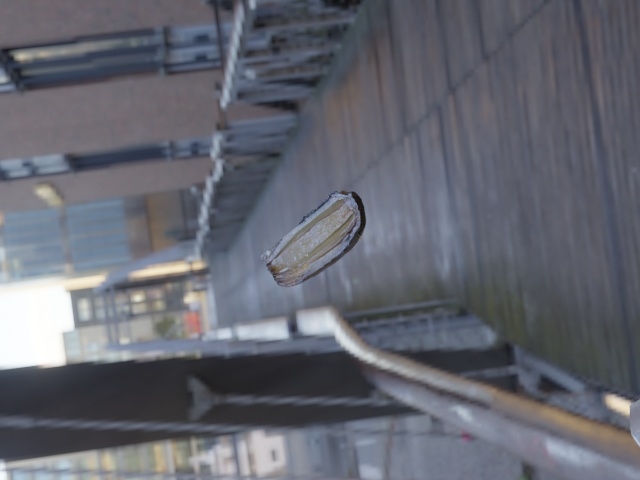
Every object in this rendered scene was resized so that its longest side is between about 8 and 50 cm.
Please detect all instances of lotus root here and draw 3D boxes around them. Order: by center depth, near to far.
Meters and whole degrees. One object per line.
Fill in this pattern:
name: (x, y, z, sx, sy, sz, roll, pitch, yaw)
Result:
lotus root: (0.001, -0.001, 0.893, 0.037, 0.083, 0.030, 52, -160, 6)

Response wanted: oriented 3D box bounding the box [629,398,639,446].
box: (0.389, 0.201, 1.085, 0.243, 0.155, 0.067, 52, -161, -6)
